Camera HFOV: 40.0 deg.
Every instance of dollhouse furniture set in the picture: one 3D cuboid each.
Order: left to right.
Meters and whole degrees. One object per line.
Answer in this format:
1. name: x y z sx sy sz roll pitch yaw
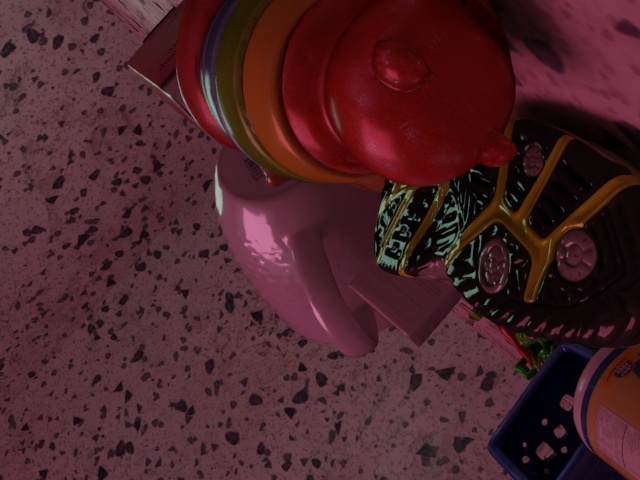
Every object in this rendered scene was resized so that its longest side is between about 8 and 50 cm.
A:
1. dollhouse furniture set: 0.298 0.109 1.675 0.058 0.076 0.152 38 168 8

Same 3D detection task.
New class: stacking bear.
1. stacking bear: 0.018 -0.112 0.584 0.175 0.164 0.289 41 174 -29

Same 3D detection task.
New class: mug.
1. mug: 0.000 0.000 1.290 0.328 0.276 0.374 56 -166 -52

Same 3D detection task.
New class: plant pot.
1. plant pot: 0.435 0.321 1.361 0.212 0.236 0.236 36 180 -14

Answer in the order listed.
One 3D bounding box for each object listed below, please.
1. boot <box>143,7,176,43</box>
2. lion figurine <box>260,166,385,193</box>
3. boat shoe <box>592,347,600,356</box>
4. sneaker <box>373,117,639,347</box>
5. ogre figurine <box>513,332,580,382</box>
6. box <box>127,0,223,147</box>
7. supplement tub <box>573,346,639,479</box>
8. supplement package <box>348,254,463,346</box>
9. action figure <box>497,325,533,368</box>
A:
1. boot: -0.202 -0.315 1.643 0.229 0.091 0.263 42 176 -36
2. lion figurine: 0.025 -0.123 0.958 0.240 0.142 0.392 32 -169 28
3. boat shoe: 0.356 0.128 0.996 0.049 0.056 0.152 46 168 -14
4. sneaker: 0.169 -0.011 0.671 0.147 0.145 0.384 9 -174 -17
5. ogre figurine: 0.399 0.207 1.531 0.197 0.097 0.118 29 173 -28
6. box: -0.178 -0.261 1.354 0.127 0.148 0.232 43 177 -36
7. supplement tub: 0.346 0.179 0.808 0.144 0.144 0.199 42 179 -27
8. supplement package: 0.139 0.030 1.109 0.105 0.179 0.105 41 179 20
9. action figure: 0.256 0.075 1.088 0.139 0.091 0.280 50 -179 13
